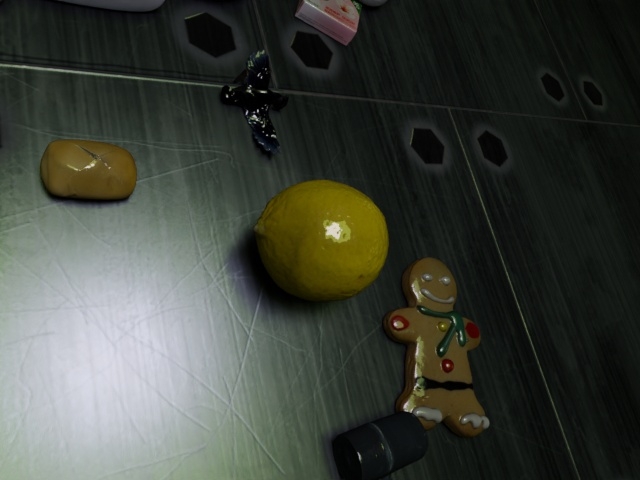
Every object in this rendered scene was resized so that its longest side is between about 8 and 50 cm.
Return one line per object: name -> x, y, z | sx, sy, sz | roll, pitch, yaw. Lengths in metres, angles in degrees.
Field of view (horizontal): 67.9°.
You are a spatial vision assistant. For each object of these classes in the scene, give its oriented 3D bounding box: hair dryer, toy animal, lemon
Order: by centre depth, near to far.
hair dryer -> 0.101, 0.363, 0.663 | 0.124, 0.071, 0.219 | -6, 80, -29
lemon -> 0.000, 0.000, 0.685 | 0.203, 0.178, 0.178 | 10, 65, -28
toy animal -> -0.107, -0.244, 0.804 | 0.108, 0.062, 0.220 | 9, 63, -46

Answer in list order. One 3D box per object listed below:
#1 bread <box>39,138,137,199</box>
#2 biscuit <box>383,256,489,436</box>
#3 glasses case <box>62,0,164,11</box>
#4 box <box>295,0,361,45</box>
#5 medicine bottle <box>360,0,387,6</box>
bread -> -0.301, -0.097, 0.624 | 0.115, 0.056, 0.082 | 4, 69, -28
biscuit -> 0.198, 0.169, 0.808 | 0.197, 0.049, 0.301 | 14, 63, -27
glasses case -> -0.346, -0.396, 0.702 | 0.233, 0.092, 0.059 | -5, 68, -30
box -> 0.017, -0.468, 0.968 | 0.125, 0.043, 0.089 | 20, 61, -22
medicine bottle -> 0.106, -0.713, 1.073 | 0.282, 0.123, 0.375 | 31, 57, -17
